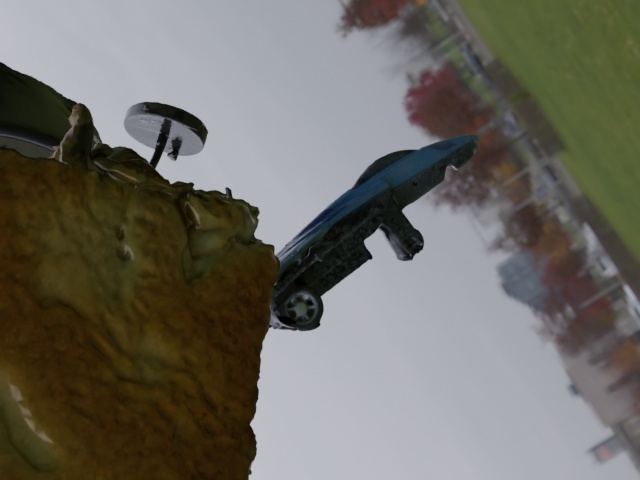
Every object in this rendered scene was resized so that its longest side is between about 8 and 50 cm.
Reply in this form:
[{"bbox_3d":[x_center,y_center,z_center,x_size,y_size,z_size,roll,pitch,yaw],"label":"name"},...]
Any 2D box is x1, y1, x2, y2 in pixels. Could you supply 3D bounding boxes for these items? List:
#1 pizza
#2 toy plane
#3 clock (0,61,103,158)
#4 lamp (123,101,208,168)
[{"bbox_3d":[-0.106,0.046,0.565,0.229,0.081,0.289,-41,-83,-37],"label":"pizza"},{"bbox_3d":[0.004,0.007,0.794,0.078,0.246,0.169,64,169,0],"label":"toy plane"},{"bbox_3d":[-0.284,0.060,0.777,0.076,0.386,0.386,47,-177,34],"label":"clock"},{"bbox_3d":[-0.246,-0.032,1.487,0.371,0.130,0.108,-63,-38,-38],"label":"lamp"}]
